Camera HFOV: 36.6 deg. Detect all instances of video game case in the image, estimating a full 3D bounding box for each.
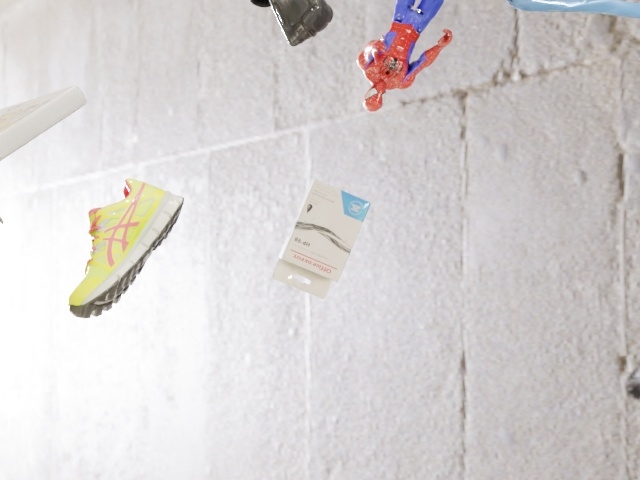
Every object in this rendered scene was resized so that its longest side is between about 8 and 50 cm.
[{"bbox_3d":[-0.376,-0.084,1.003,0.206,0.227,0.026,-2,124,50],"label":"video game case"}]

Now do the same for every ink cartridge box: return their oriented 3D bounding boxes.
[{"bbox_3d":[0.000,0.000,1.597,0.060,0.104,0.180,-160,93,-83],"label":"ink cartridge box"}]

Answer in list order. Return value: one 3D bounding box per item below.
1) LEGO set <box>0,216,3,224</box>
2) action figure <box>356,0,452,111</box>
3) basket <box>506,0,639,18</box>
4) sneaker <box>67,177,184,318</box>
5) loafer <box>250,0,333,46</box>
[{"bbox_3d":[-0.440,-0.033,1.209,0.054,0.083,0.023,13,100,49],"label":"LEGO set"},{"bbox_3d":[0.126,-0.291,1.210,0.280,0.091,0.139,-66,14,0],"label":"action figure"},{"bbox_3d":[0.341,-0.350,1.028,0.289,0.254,0.201,91,-174,-52],"label":"basket"},{"bbox_3d":[-0.257,0.006,1.191,0.208,0.094,0.081,-58,2,-35],"label":"sneaker"},{"bbox_3d":[-0.068,-0.349,1.289,0.078,0.076,0.223,-39,64,11],"label":"loafer"}]
